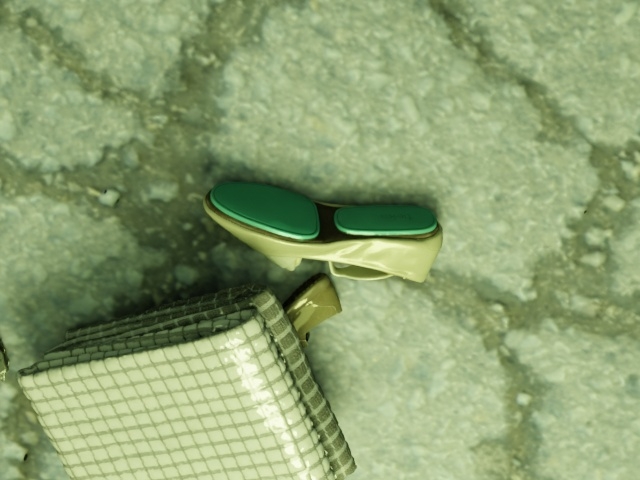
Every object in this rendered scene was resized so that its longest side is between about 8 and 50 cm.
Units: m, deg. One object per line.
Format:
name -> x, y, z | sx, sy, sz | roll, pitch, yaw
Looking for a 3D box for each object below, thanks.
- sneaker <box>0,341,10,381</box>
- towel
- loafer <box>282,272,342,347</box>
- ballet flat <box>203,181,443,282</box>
sneaker -> -0.411, 0.102, 1.843 | 0.170, 0.051, 0.089 | -1, 102, -4
towel -> -0.133, 0.178, 1.808 | 0.284, 0.121, 0.235 | -13, 115, 24
loafer -> -0.037, 0.097, 1.845 | 0.148, 0.056, 0.050 | -42, 96, 11
ballet flat -> 0.000, 0.000, 1.811 | 0.248, 0.086, 0.086 | 8, 106, -4
